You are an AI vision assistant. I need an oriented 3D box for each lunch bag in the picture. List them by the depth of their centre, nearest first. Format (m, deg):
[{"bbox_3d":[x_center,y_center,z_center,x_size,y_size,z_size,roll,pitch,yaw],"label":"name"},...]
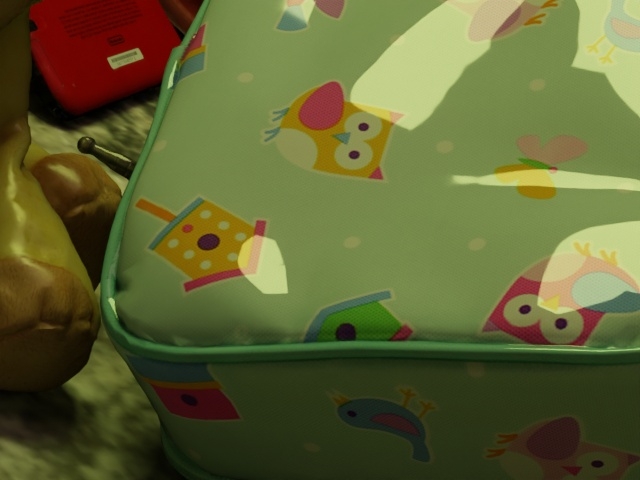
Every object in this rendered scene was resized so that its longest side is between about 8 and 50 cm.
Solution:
[{"bbox_3d":[0.062,-0.026,0.639,0.224,0.108,0.279,2,48,16],"label":"lunch bag"}]

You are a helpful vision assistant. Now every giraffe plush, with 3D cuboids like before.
[{"bbox_3d":[-0.130,-0.076,0.646,0.181,0.170,0.210,16,25,-27],"label":"giraffe plush"}]

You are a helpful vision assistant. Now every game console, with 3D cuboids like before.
[{"bbox_3d":[-0.148,-0.107,0.908,0.124,0.085,0.144,61,24,-3],"label":"game console"}]

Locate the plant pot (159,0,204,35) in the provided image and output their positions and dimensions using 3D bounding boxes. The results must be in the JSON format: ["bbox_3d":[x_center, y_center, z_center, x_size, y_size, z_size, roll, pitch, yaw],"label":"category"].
[{"bbox_3d":[-0.021,-0.259,1.094,0.272,0.272,0.265,17,17,-26],"label":"plant pot"}]

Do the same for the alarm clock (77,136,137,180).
[{"bbox_3d":[0.000,0.000,0.788,0.192,0.064,0.129,17,24,-34],"label":"alarm clock"}]
